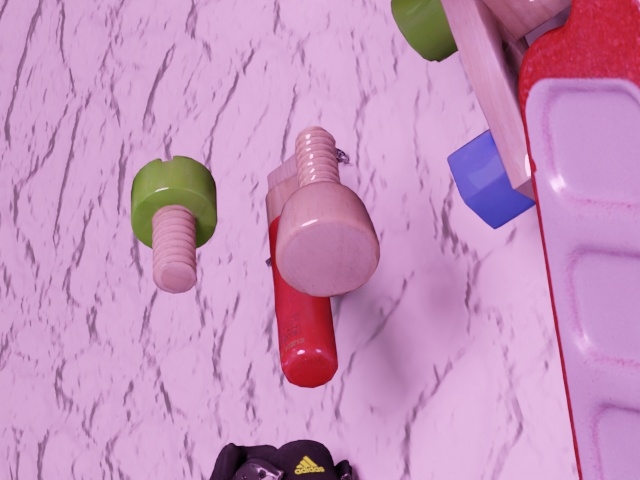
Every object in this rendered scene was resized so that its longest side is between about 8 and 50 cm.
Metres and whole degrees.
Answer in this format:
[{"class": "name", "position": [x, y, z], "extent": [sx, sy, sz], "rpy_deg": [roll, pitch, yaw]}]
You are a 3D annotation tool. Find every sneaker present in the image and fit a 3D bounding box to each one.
[{"class": "sneaker", "position": [-0.005, 0.126, 0.851], "extent": [0.170, 0.063, 0.074], "rpy_deg": [8, 93, 59]}]

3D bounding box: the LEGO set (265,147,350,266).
[{"class": "LEGO set", "position": [0.002, -0.001, 0.918], "extent": [0.054, 0.023, 0.083], "rpy_deg": [6, 72, 51]}]

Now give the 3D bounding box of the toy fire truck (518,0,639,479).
[{"class": "toy fire truck", "position": [0.141, -0.039, 0.551], "extent": [0.254, 0.169, 0.302], "rpy_deg": [5, 110, 55]}]

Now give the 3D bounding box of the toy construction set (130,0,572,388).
[{"class": "toy construction set", "position": [0.025, -0.129, 0.790], "extent": [0.237, 0.257, 0.309], "rpy_deg": [-97, 29, -51]}]
